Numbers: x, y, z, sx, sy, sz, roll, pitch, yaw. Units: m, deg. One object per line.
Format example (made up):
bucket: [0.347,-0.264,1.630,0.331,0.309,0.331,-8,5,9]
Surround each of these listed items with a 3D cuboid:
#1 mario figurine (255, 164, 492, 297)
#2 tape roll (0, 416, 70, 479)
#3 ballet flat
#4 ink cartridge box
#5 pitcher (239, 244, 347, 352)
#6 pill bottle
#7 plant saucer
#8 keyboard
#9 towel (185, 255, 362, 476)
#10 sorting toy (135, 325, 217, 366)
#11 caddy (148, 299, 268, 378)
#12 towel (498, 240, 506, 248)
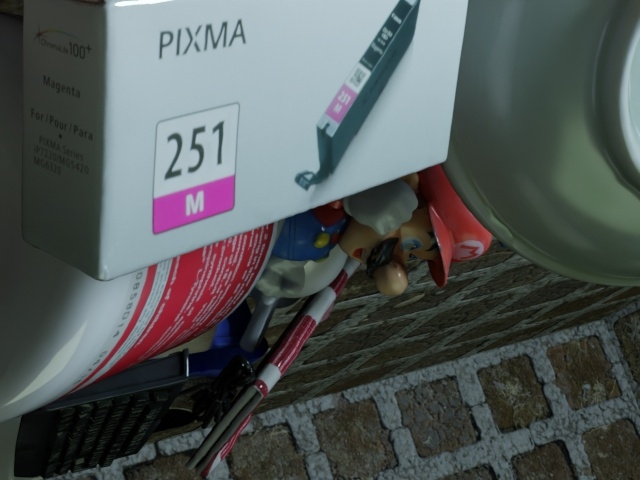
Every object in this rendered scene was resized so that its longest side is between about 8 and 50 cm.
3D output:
mario figurine: [0.000,0.000,1.210,0.321,0.170,0.198,1,-163,2]
tape roll: [-0.321,0.133,1.278,0.246,0.169,0.246,-5,-175,0]
ballet flat: [-0.212,0.208,1.449,0.250,0.058,0.084,-12,146,-17]
ink cartridge box: [-0.020,-0.131,0.632,0.060,0.239,0.275,23,-152,34]
pitcher: [-0.043,0.031,1.426,0.125,0.177,0.207,20,165,-2]
pill bottle: [-0.159,-0.025,0.848,0.229,0.229,0.408,-23,178,16]
plant saucer: [0.266,-0.129,0.843,0.400,0.100,0.400,-7,119,-13]
keyboard: [-0.144,0.141,1.035,0.201,0.033,0.317,-17,167,-19]
towel: [-0.030,0.120,1.536,0.329,0.037,0.237,-53,179,-41]
sorting toy: [-0.265,0.057,1.044,0.257,0.255,0.089,-4,119,-48]
caddy: [-0.217,0.133,1.561,0.241,0.179,0.341,-28,164,29]
towel: [0.280,-0.134,1.189,0.336,0.040,0.243,-23,125,12]
